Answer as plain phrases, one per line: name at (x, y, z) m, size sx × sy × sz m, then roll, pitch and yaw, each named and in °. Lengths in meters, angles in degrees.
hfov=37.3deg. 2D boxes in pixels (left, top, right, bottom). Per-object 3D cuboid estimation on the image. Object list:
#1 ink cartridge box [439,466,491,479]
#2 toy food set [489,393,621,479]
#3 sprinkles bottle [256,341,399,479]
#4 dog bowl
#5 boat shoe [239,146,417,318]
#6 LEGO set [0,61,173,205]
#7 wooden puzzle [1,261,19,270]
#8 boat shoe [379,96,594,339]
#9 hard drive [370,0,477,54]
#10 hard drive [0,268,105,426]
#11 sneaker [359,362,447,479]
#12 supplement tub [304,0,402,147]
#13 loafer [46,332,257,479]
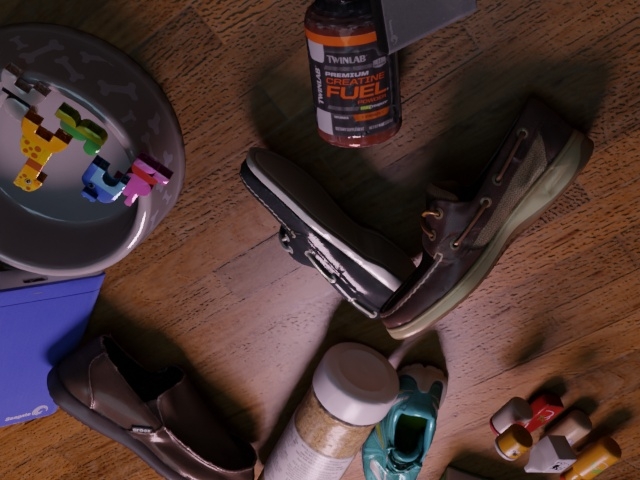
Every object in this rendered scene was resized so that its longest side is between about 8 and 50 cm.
ink cartridge box at (0.237, 0.493, 1.553) m, size 0.160 × 0.092 × 0.219 m, roll 19°, pitch 126°, yaw -3°
toy food set at (0.317, 0.298, 1.383) m, size 0.232 × 0.111 × 0.104 m, roll 10°, pitch 133°, yaw -37°
sprinkles bottle at (-0.004, 0.314, 1.454) m, size 0.121 × 0.121 × 0.355 m, roll 23°, pitch 125°, yaw -6°
dog bowl at (-0.356, -0.102, 1.239) m, size 0.348 × 0.102 × 0.349 m, roll 4°, pitch 126°, yaw 6°
boat shoe at (0.000, 0.000, 1.239) m, size 0.302 × 0.114 × 0.091 m, roll 40°, pitch 116°, yaw -17°
LEGO set at (-0.302, -0.094, 1.119) m, size 0.227 × 0.087 × 0.093 m, roll 35°, pitch 123°, yaw -13°
wooden puzzle at (-0.439, 0.026, 1.384) m, size 0.116 × 0.014 × 0.078 m, roll 14°, pitch 152°, yaw -2°
boat shoe at (0.175, -0.028, 1.167) m, size 0.123 × 0.123 × 0.342 m, roll 40°, pitch 107°, yaw -5°
hard drive at (0.111, -0.271, 1.031) m, size 0.022 × 0.135 × 0.094 m, roll 30°, pitch 142°, yaw 46°
hard drive at (-0.457, 0.166, 1.401) m, size 0.210 × 0.040 × 0.319 m, roll -9°, pitch 139°, yaw -40°
sneaker at (0.118, 0.309, 1.436) m, size 0.107 × 0.110 × 0.275 m, roll 12°, pitch 126°, yaw 2°
supplement tub at (0.037, -0.213, 1.089) m, size 0.106 × 0.106 × 0.198 m, roll -1°, pitch 124°, yaw 11°
loafer at (-0.235, 0.268, 1.455) m, size 0.366 × 0.134 × 0.130 m, roll 34°, pitch 105°, yaw -21°
